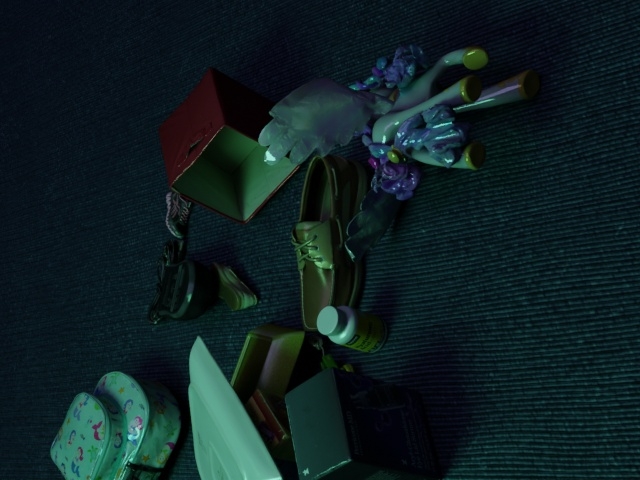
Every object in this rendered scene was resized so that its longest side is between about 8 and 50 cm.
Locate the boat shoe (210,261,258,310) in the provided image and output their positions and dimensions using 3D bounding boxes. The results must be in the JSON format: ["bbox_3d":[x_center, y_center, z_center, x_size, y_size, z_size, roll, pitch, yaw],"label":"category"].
[{"bbox_3d":[-0.173,0.087,1.990,0.153,0.048,0.056,39,129,53],"label":"boat shoe"}]

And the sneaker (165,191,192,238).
[{"bbox_3d":[-0.299,-0.062,2.180,0.057,0.047,0.119,-24,59,25],"label":"sneaker"}]

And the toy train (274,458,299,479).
[{"bbox_3d":[-0.051,0.403,1.706,0.184,0.080,0.105,29,90,48],"label":"toy train"}]

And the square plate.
[{"bbox_3d":[-0.144,0.388,1.681,0.344,0.049,0.347,50,149,44],"label":"square plate"}]

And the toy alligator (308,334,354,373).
[{"bbox_3d":[0.026,0.234,1.719,0.190,0.056,0.051,-127,23,-50],"label":"toy alligator"}]

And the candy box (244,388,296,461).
[{"bbox_3d":[-0.026,0.306,1.635,0.053,0.186,0.109,-53,45,14],"label":"candy box"}]

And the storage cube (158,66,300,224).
[{"bbox_3d":[-0.181,-0.183,1.984,0.183,0.215,0.193,-45,41,25],"label":"storage cube"}]

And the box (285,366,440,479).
[{"bbox_3d":[0.063,0.297,1.532,0.108,0.207,0.153,-35,51,31],"label":"box"}]

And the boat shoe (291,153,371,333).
[{"bbox_3d":[0.000,0.000,1.783,0.122,0.120,0.324,-10,67,44],"label":"boat shoe"}]

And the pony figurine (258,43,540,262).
[{"bbox_3d":[0.125,-0.177,1.653,0.363,0.303,0.351,-3,40,49],"label":"pony figurine"}]

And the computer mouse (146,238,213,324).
[{"bbox_3d":[-0.272,0.095,2.053,0.272,0.072,0.189,4,80,66],"label":"computer mouse"}]

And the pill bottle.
[{"bbox_3d":[0.050,0.144,1.674,0.065,0.116,0.065,-20,61,41],"label":"pill bottle"}]

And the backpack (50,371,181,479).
[{"bbox_3d":[-0.397,0.387,2.000,0.225,0.191,0.254,35,95,48],"label":"backpack"}]

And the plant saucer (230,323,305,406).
[{"bbox_3d":[-0.110,0.236,1.804,0.188,0.045,0.188,0,69,67],"label":"plant saucer"}]
